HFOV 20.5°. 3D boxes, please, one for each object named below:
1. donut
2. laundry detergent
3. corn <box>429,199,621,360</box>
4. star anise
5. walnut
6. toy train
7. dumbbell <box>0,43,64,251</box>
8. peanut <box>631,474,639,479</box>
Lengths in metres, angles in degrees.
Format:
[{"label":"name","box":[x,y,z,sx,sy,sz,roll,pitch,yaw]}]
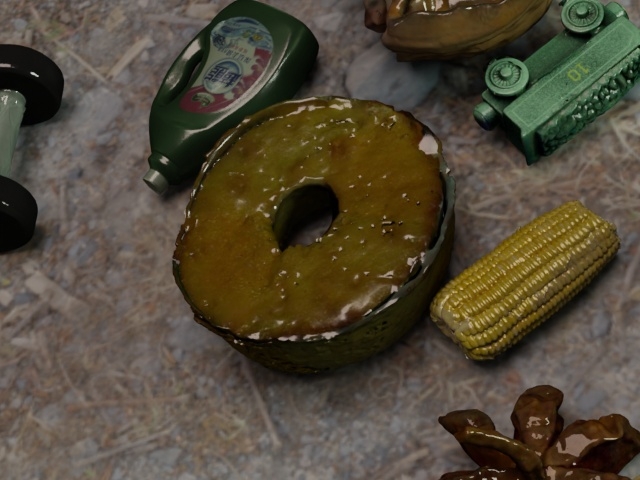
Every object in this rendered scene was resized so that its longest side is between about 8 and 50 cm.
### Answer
[{"label":"donut","box":[0.000,0.000,1.555,0.272,0.107,0.272,-8,53,11]},{"label":"laundry detergent","box":[-0.105,-0.135,1.704,0.137,0.063,0.211,28,74,36]},{"label":"corn","box":[0.173,0.032,1.491,0.165,0.063,0.085,-39,30,-9]},{"label":"star anise","box":[0.170,0.190,1.363,0.212,0.111,0.196,-32,73,-36]},{"label":"walnut","box":[0.122,-0.244,1.643,0.204,0.141,0.238,-23,50,-8]},{"label":"toy train","box":[0.219,-0.145,1.585,0.172,0.070,0.099,-39,61,-8]},{"label":"dumbbell","box":[-0.313,-0.092,1.728,0.100,0.100,0.191,-6,57,17]},{"label":"peanut","box":[0.341,0.245,1.231,0.305,0.147,0.147,17,66,16]}]
